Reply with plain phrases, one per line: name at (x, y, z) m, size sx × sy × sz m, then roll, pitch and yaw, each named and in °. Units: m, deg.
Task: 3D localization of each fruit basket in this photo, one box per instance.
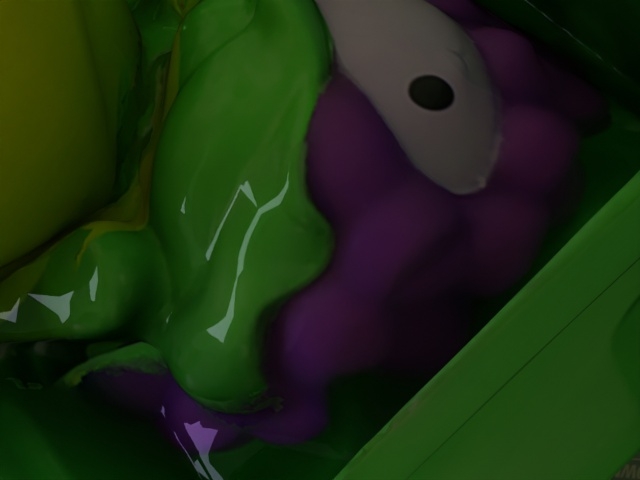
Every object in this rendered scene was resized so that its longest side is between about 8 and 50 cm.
fruit basket at (-0.078, -0.069, 0.525) m, size 0.283 × 0.392 × 0.392 m, roll -43°, pitch 7°, yaw -2°

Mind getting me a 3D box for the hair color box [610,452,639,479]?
hair color box at (0.102, 0.170, 0.822) m, size 0.185 × 0.114 × 0.374 m, roll -97°, pitch 13°, yaw -58°
